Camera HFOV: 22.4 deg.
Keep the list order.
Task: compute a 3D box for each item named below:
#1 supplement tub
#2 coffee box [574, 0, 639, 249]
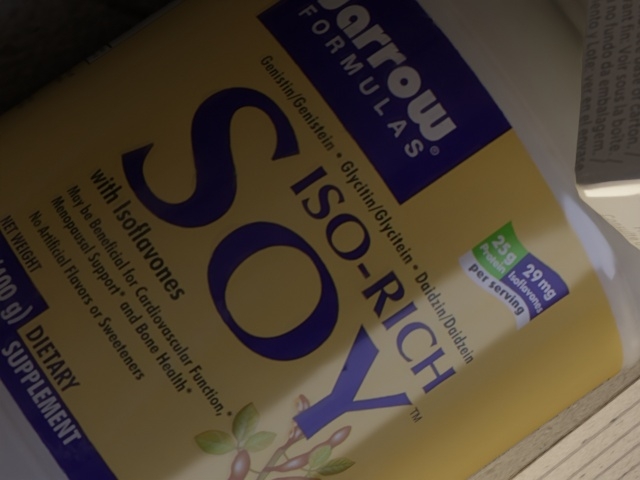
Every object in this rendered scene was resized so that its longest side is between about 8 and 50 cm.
[{"bbox_3d":[0.000,0.000,0.688,0.331,0.241,0.241,-35,153,-4],"label":"supplement tub"},{"bbox_3d":[0.321,-0.123,0.547,0.334,0.338,0.338,-8,153,37],"label":"coffee box"}]
